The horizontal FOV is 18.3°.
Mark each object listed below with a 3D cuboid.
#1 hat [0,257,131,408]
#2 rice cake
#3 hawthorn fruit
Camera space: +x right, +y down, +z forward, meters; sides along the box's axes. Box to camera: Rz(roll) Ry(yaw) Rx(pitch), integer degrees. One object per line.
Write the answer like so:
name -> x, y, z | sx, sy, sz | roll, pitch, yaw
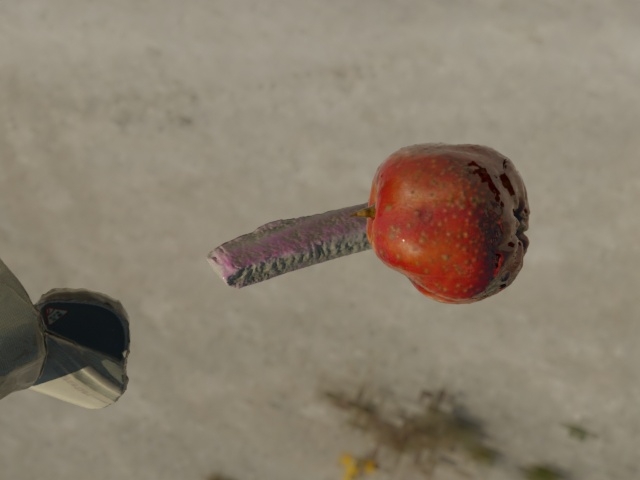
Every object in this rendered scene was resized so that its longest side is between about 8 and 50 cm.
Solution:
hat -> -0.304, 0.089, 1.794 | 0.232, 0.161, 0.275 | 15, 166, 45
rice cake -> 0.000, 0.000, 1.762 | 0.047, 0.207, 0.036 | -127, 26, -56
hawthorn fruit -> 0.060, -0.009, 1.003 | 0.093, 0.093, 0.093 | 19, 158, 8
